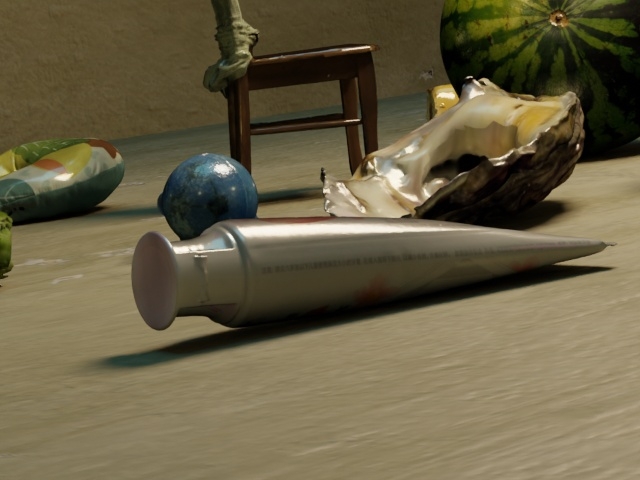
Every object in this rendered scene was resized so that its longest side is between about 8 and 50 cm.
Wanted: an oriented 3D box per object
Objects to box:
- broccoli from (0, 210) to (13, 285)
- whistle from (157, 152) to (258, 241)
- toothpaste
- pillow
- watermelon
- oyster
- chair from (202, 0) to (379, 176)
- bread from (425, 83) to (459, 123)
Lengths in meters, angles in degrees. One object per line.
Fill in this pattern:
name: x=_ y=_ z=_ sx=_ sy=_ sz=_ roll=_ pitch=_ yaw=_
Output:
broccoli: x=-0.381 y=0.015 z=1.521 sx=0.198 sy=0.177 sz=0.275 roll=-39 pitch=-35 yaw=14
whistle: x=-0.079 y=-0.033 z=1.668 sx=0.158 sy=0.090 sz=0.090 roll=-3 pitch=7 yaw=38
toothpaste: x=0.037 y=0.012 z=1.244 sx=0.323 sy=0.066 sz=0.100 roll=-5 pitch=3 yaw=-32
pillow: x=-0.337 y=-0.062 z=2.284 sx=0.214 sy=0.086 sz=0.233 roll=-21 pitch=14 yaw=-22
watermelon: x=0.277 y=-0.234 z=2.210 sx=0.285 sy=0.285 sz=0.285 roll=-7 pitch=6 yaw=1
oyster: x=0.125 y=-0.061 z=1.644 sx=0.271 sy=0.100 sz=0.275 roll=-11 pitch=19 yaw=-13
chair: x=-0.039 y=-0.204 z=2.091 sx=0.186 sy=0.319 sz=0.160 roll=-7 pitch=6 yaw=-6
bread: x=0.218 y=-0.169 z=2.583 sx=0.173 sy=0.085 sz=0.134 roll=-8 pitch=3 yaw=0
